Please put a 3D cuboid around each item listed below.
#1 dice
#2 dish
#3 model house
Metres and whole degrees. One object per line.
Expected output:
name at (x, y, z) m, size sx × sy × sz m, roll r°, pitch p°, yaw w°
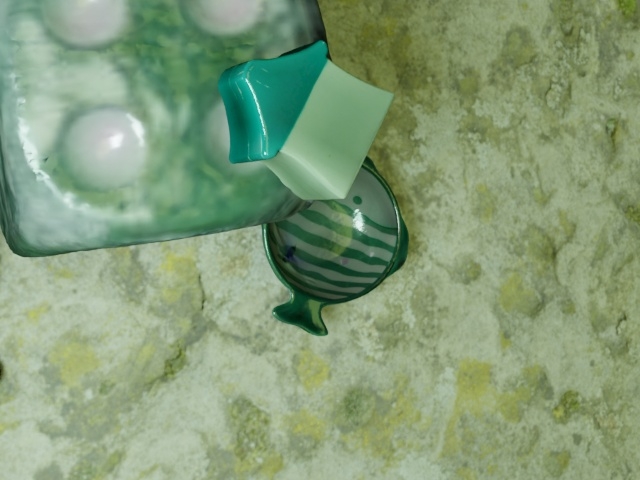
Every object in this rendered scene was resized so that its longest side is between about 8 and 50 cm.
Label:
dice at (-0.199, -0.163, 1.143) m, size 0.348 × 0.330 × 0.327 m, roll -9°, pitch 94°, yaw -21°
dish at (0.000, 0.000, 1.356) m, size 0.224 × 0.078 × 0.246 m, roll 25°, pitch 80°, yaw -20°
model house at (-0.028, -0.123, 0.983) m, size 0.149 × 0.100 × 0.127 m, roll 31°, pitch 79°, yaw -24°
